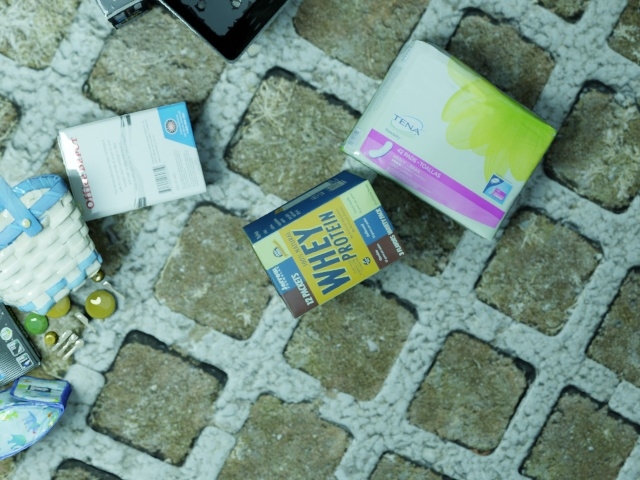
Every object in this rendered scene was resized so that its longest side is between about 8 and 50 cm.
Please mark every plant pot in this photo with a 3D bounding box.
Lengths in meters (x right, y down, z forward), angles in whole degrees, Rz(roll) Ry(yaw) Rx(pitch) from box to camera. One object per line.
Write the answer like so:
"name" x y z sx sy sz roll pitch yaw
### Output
"plant pot" -0.151 -0.395 1.520 0.187 0.167 0.188 41 89 -13

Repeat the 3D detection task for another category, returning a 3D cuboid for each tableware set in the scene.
"tableware set" -0.404 0.112 1.625 0.104 0.024 0.154 43 90 -10

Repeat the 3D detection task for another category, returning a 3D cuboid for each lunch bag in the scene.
"lunch bag" -0.473 0.275 1.581 0.151 0.129 0.096 -21 102 -6

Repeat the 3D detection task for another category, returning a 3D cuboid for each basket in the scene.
"basket" -0.481 -0.038 1.477 0.201 0.255 0.289 -49 120 -21

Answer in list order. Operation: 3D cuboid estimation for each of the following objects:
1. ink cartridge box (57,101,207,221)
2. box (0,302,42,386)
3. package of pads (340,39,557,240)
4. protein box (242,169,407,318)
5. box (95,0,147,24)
"ink cartridge box" -0.296 -0.127 1.574 0.203 0.086 0.148 -13 100 -7
"box" -0.576 0.165 1.589 0.191 0.045 0.184 -30 104 -5
"package of pads" 0.217 -0.171 1.652 0.297 0.101 0.229 30 93 -13
"protein box" 0.000 0.000 1.588 0.201 0.200 0.136 -30 102 -4
"box" -0.347 -0.448 1.411 0.073 0.293 0.295 -32 102 -5
